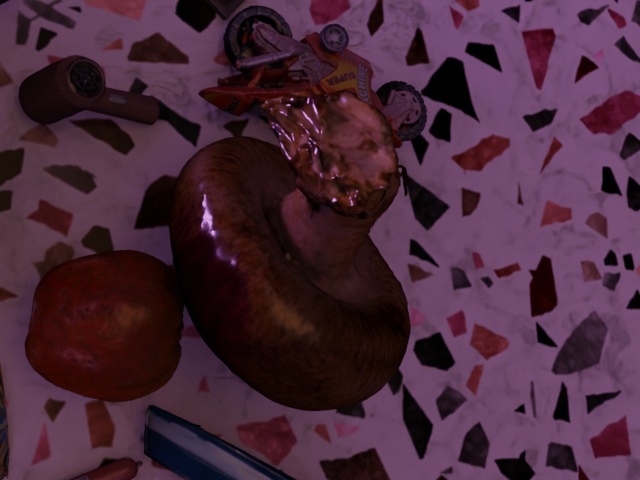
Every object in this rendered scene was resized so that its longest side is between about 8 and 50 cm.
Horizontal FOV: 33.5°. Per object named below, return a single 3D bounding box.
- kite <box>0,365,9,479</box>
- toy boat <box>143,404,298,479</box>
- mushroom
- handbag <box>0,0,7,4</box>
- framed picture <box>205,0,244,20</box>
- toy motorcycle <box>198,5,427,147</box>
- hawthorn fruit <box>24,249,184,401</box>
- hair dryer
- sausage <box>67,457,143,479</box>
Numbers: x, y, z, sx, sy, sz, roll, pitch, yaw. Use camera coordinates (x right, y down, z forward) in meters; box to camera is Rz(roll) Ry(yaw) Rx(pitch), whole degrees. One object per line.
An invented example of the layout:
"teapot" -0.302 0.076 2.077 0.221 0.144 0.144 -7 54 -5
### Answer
"kite" -0.414 0.218 1.204 0.160 0.010 0.183 45 74 -15
"toy boat" -0.089 0.290 1.281 0.299 0.096 0.061 32 82 -13
"mushroom" -0.015 -0.007 1.202 0.334 0.331 0.356 13 113 -50
"handbag" -0.459 -0.358 1.141 0.263 0.222 0.241 -31 91 -19
"framed picture" -0.153 -0.434 1.378 0.250 0.016 0.184 44 71 -12
"toy motorcycle" 0.001 -0.182 1.369 0.298 0.089 0.171 24 77 -17
"hawthorn fruit" -0.241 0.098 1.203 0.189 0.189 0.189 3 83 -21
"hair dryer" -0.253 -0.169 1.272 0.182 0.117 0.064 7 79 -40
"sausage" -0.309 0.299 1.225 0.223 0.029 0.029 -19 91 -22
